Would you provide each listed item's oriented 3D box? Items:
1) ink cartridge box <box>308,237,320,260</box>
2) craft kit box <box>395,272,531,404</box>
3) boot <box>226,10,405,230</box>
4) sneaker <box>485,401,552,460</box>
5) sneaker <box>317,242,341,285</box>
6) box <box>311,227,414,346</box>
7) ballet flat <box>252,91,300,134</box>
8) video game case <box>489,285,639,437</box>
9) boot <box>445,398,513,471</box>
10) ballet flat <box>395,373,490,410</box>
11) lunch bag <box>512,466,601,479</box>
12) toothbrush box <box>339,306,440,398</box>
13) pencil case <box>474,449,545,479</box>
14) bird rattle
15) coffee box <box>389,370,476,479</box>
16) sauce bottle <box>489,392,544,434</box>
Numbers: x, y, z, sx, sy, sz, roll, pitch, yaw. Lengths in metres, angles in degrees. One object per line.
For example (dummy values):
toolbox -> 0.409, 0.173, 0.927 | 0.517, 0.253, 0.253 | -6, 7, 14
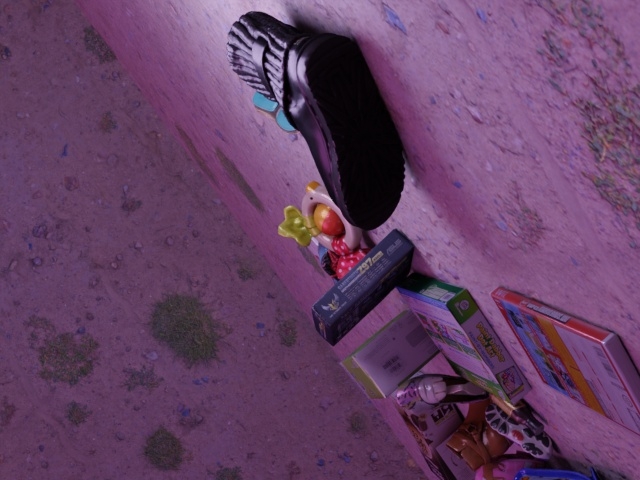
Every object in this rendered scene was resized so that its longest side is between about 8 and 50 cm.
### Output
ink cartridge box -> 0.000, 0.000, 2.183 | 0.099, 0.056, 0.135 | 49, 169, 19
craft kit box -> 0.276, 0.187, 1.616 | 0.247, 0.061, 0.250 | 58, 169, -14
boot -> -0.007, -0.198, 1.319 | 0.260, 0.131, 0.348 | 28, 144, 51
sneaker -> 0.412, 0.401, 1.707 | 0.170, 0.068, 0.071 | 43, 172, 39
sneaker -> 0.062, 0.054, 2.068 | 0.262, 0.104, 0.125 | 65, -174, -52
box -> 0.085, 0.097, 1.641 | 0.059, 0.232, 0.183 | 44, 168, 15
ballet flat -> -0.063, -0.254, 1.628 | 0.067, 0.073, 0.206 | 25, -168, -39
video game case -> 0.378, 0.181, 1.219 | 0.204, 0.025, 0.285 | 56, 169, -20
boot -> 0.333, 0.404, 1.809 | 0.197, 0.152, 0.073 | 40, 164, 49
ballet flat -> 0.270, 0.316, 1.731 | 0.079, 0.221, 0.077 | 136, 131, -65
lunch bag -> 0.497, 0.607, 1.520 | 0.328, 0.239, 0.385 | 54, 160, 3
toothbrush box -> 0.169, 0.256, 1.888 | 0.122, 0.206, 0.283 | 51, 169, 5
pencil case -> 0.419, 0.655, 1.773 | 0.167, 0.160, 0.386 | 45, -138, -71
bird rattle -> 0.023, -0.022, 1.842 | 0.253, 0.143, 0.207 | 44, 151, 28
coffee box -> 0.328, 0.537, 2.309 | 0.297, 0.118, 0.168 | 61, 168, -15
sauce bottle -> 0.394, 0.339, 1.639 | 0.128, 0.042, 0.042 | 41, 165, 41
